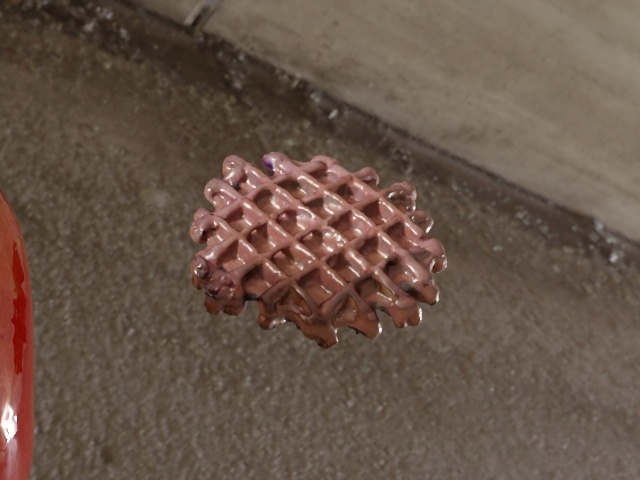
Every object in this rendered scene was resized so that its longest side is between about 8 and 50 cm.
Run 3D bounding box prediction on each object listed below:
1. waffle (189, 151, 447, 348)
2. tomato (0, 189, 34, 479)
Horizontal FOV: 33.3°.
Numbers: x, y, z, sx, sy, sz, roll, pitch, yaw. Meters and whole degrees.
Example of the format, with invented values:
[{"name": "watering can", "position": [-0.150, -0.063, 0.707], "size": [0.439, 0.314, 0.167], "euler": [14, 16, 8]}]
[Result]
[{"name": "waffle", "position": [0.000, 0.000, 0.969], "size": [0.234, 0.055, 0.221], "euler": [10, 45, -4]}, {"name": "tomato", "position": [-0.323, 0.085, 0.670], "size": [0.293, 0.290, 0.325], "euler": [5, 67, -9]}]
